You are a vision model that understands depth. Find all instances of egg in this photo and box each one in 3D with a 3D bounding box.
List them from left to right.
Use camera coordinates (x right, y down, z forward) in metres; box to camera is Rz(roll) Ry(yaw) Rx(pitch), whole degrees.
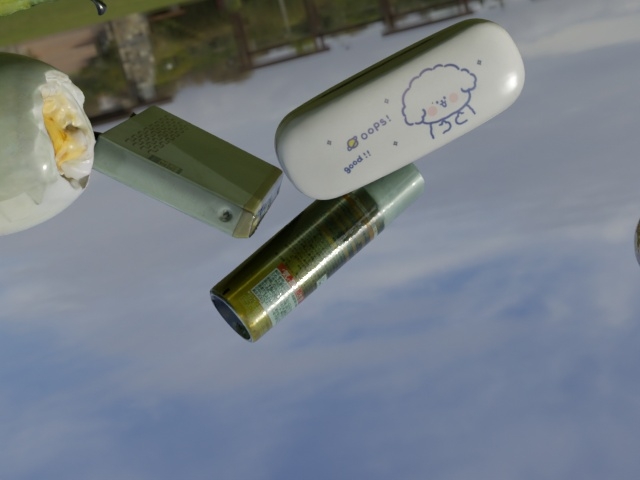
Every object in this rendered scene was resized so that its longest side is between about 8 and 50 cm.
[{"bbox_3d":[-0.342,-0.091,1.180,0.217,0.183,0.183,-7,-168,14],"label":"egg"}]

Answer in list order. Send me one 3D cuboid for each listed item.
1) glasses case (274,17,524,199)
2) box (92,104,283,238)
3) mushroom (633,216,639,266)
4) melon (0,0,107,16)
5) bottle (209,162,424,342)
[{"bbox_3d":[0.059,-0.098,0.908,0.197,0.076,0.049,-27,-158,5],"label":"glasses case"},{"bbox_3d":[-0.151,-0.084,1.389,0.211,0.045,0.270,26,-166,-3],"label":"box"},{"bbox_3d":[0.329,-0.002,1.124,0.068,0.083,0.083,-1,-170,-4],"label":"mushroom"},{"bbox_3d":[-0.288,-0.207,0.895,0.262,0.114,0.053,9,-176,-9],"label":"melon"},{"bbox_3d":[0.000,0.000,1.430,0.286,0.082,0.082,-40,-162,-17],"label":"bottle"}]
